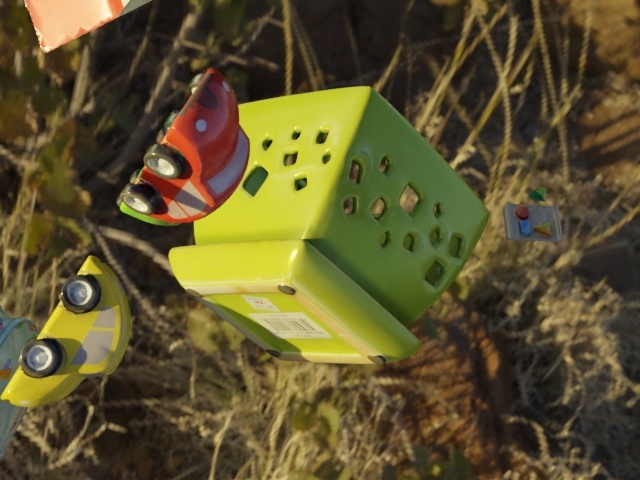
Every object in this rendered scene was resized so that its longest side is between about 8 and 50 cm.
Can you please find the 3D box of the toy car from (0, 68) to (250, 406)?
[{"bbox_3d":[-0.097,-0.020,0.734,0.053,0.239,0.225,33,23,-9],"label":"toy car"}]

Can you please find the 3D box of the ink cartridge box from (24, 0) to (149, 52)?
[{"bbox_3d":[-0.167,-0.273,0.932,0.181,0.225,0.056,71,19,5],"label":"ink cartridge box"}]

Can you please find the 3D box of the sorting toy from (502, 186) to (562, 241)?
[{"bbox_3d":[0.237,-0.031,1.344,0.062,0.012,0.083,0,45,2],"label":"sorting toy"}]

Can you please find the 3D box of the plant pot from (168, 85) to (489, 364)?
[{"bbox_3d":[0.000,0.000,1.204,0.227,0.228,0.207,42,59,-35],"label":"plant pot"}]

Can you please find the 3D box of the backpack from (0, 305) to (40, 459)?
[{"bbox_3d":[-0.351,0.117,1.125,0.144,0.188,0.165,10,55,21],"label":"backpack"}]
